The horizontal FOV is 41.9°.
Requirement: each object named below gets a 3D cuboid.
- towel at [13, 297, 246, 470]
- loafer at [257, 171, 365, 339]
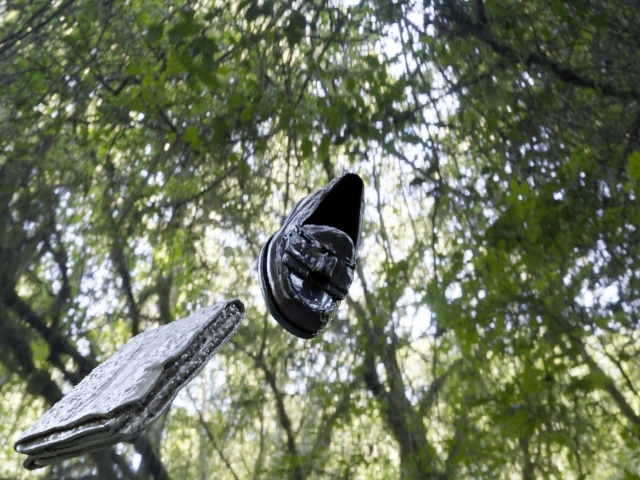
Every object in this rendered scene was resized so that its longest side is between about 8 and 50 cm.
[{"bbox_3d":[-0.220,0.162,0.997,0.187,0.282,0.049,-21,-77,28],"label":"towel"},{"bbox_3d":[0.000,0.000,1.008,0.109,0.303,0.095,37,-65,-11],"label":"loafer"}]
